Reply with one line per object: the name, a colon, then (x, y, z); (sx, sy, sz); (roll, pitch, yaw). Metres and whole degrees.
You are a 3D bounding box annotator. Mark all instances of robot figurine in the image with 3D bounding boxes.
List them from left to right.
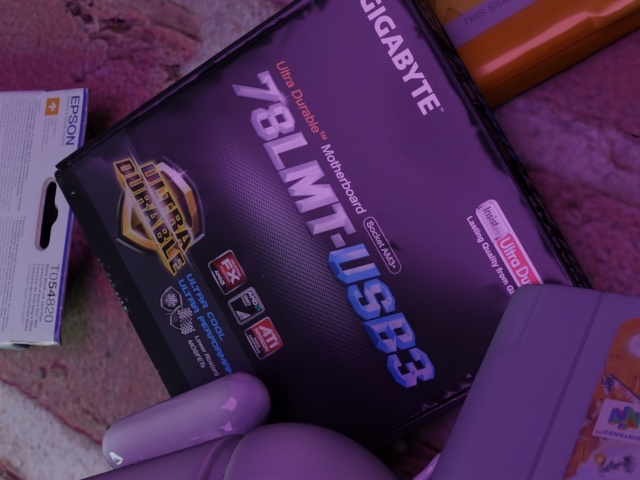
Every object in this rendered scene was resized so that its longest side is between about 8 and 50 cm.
robot figurine: (-0.076, 0.232, 0.797); (0.353, 0.200, 0.300); (-20, 60, 19)

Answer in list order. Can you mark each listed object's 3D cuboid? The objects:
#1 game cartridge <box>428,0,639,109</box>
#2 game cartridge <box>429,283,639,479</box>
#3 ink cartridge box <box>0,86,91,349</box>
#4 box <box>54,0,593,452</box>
game cartridge: (0.124, -0.251, 0.932); (0.323, 0.052, 0.285); (-30, 67, 21)
game cartridge: (0.209, 0.125, 0.677); (0.297, 0.062, 0.198); (8, 46, 29)
ink cartridge box: (-0.288, -0.019, 1.106); (0.224, 0.045, 0.223); (2, 80, 28)
box: (0.000, 0.000, 0.896); (0.293, 0.073, 0.296); (-31, 82, 20)
